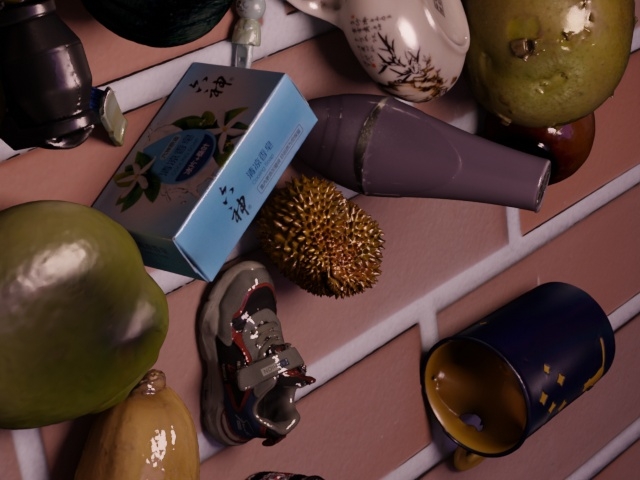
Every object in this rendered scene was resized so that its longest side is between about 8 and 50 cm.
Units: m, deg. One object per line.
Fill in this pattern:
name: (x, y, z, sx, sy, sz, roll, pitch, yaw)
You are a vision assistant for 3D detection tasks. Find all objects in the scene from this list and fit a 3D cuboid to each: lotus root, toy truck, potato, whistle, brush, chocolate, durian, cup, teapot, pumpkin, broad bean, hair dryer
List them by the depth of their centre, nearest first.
toy truck: (-0.284, -0.197, 1.423, 0.147, 0.165, 0.224, -25, 117, -43)
pumpkin: (-0.169, -0.323, 1.513, 0.248, 0.248, 0.248, -15, 110, -46)
broad bean: (-0.271, 0.076, 1.544, 0.291, 0.119, 0.238, 6, 104, -47)
brush: (-0.217, -0.124, 1.562, 0.178, 0.030, 0.033, 106, -10, -83)
lotus root: (-0.202, 0.290, 1.658, 0.146, 0.131, 0.303, 14, 91, -54)
whistle: (-0.082, -0.239, 1.746, 0.035, 0.035, 0.100, -1, 101, -49)
durian: (0.000, 0.000, 1.814, 0.158, 0.168, 0.137, 20, 109, -27)
teapot: (0.075, -0.271, 1.844, 0.300, 0.166, 0.208, 27, 57, -41)
hair dryer: (0.153, -0.113, 1.920, 0.361, 0.301, 0.121, -22, 125, -71)
potato: (0.287, -0.323, 1.966, 0.269, 0.219, 0.359, 100, -1, -55)
chocolate: (0.306, -0.165, 2.118, 0.177, 0.177, 0.176, -15, 110, -46)
cup: (0.263, 0.191, 2.193, 0.256, 0.255, 0.178, -26, 80, -46)

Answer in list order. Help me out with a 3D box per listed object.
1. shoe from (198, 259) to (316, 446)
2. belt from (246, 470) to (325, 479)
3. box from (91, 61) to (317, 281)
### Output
shoe: (-0.069, 0.141, 1.786, 0.099, 0.125, 0.227, -12, 109, -44)
belt: (0.024, 0.394, 1.977, 0.359, 0.094, 0.126, 42, 69, -45)
box: (-0.126, -0.078, 1.651, 0.232, 0.143, 0.083, -59, 135, -21)
